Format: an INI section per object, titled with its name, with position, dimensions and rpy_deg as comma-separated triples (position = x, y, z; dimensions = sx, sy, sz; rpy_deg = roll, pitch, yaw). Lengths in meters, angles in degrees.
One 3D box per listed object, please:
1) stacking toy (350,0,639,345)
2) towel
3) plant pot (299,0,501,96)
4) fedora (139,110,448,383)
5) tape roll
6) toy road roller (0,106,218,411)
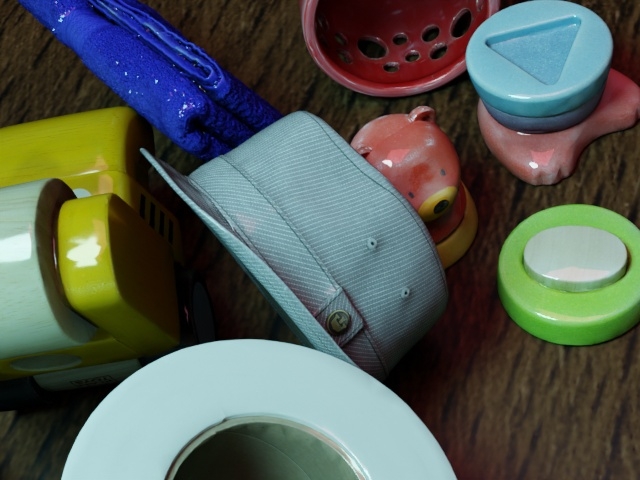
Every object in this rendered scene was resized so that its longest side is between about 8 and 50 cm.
[stacking toy]
position = 0.190, -0.077, 0.902
dimensions = 0.279, 0.130, 0.309
rpy_deg = 32, 67, 33
[towel]
position = -0.134, -0.161, 0.993
dimensions = 0.308, 0.228, 0.076
rpy_deg = 42, 102, 34
[plant pot]
position = 0.070, -0.268, 1.044
dimensions = 0.191, 0.191, 0.174
rpy_deg = -11, 49, 6
[fedora]
position = 0.000, 0.000, 0.797
dimensions = 0.124, 0.275, 0.244
rpy_deg = -40, 14, -5
[tape roll]
position = -0.046, 0.208, 0.665
dimensions = 0.246, 0.169, 0.246
rpy_deg = 8, 47, -9
[toy road roller]
position = -0.218, -0.007, 0.831
dimensions = 0.203, 0.329, 0.240
rpy_deg = -10, 73, 7
